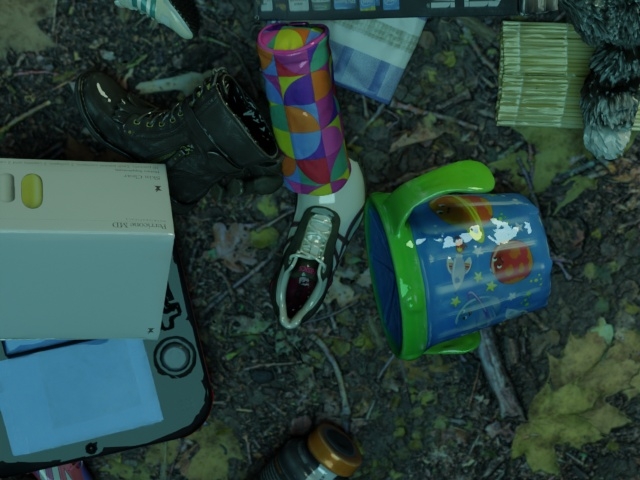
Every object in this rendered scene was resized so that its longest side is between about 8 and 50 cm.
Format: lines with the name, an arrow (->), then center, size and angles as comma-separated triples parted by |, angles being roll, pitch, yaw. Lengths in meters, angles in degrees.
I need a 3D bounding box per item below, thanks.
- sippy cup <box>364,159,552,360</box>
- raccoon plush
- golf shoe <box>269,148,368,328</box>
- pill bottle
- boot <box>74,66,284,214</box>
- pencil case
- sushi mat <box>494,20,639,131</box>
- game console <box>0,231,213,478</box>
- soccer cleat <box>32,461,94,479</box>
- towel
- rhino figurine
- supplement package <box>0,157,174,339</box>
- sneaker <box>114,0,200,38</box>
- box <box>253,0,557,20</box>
sippy cup -> 0.193, 0.032, 1.680 | 0.224, 0.305, 0.240 | -10, 82, -7
raccoon plush -> 0.291, -0.329, 1.535 | 0.299, 0.216, 0.446 | 10, 105, 5
golf shoe -> 0.000, 0.000, 1.718 | 0.105, 0.120, 0.273 | 15, 109, -2
pill bottle -> -0.043, 0.394, 1.860 | 0.130, 0.130, 0.246 | 36, 108, -11
boot -> -0.186, -0.168, 1.611 | 0.263, 0.091, 0.229 | 48, 136, -9
pencil case -> -0.020, -0.170, 1.574 | 0.104, 0.104, 0.236 | -6, 127, 4
sushi mat -> 0.402, -0.225, 1.674 | 0.316, 0.019, 0.151 | 2, 110, 0
game console -> -0.371, 0.155, 1.773 | 0.386, 0.060, 0.342 | -13, 102, -1
soccer cleat -> -0.426, 0.308, 1.867 | 0.095, 0.083, 0.248 | -42, 102, 11
towel -> 0.053, -0.345, 1.632 | 0.209, 0.034, 0.285 | 19, 112, -8
rhino figurine -> -0.075, -0.160, 1.658 | 0.073, 0.106, 0.243 | 38, 127, 33
supplement package -> -0.337, 0.014, 1.595 | 0.261, 0.145, 0.204 | 1, 134, -16
sneaker -> -0.234, -0.329, 1.640 | 0.075, 0.057, 0.161 | -32, 109, 30
box -> 0.088, -0.425, 1.441 | 0.395, 0.097, 0.318 | 8, 107, 36
